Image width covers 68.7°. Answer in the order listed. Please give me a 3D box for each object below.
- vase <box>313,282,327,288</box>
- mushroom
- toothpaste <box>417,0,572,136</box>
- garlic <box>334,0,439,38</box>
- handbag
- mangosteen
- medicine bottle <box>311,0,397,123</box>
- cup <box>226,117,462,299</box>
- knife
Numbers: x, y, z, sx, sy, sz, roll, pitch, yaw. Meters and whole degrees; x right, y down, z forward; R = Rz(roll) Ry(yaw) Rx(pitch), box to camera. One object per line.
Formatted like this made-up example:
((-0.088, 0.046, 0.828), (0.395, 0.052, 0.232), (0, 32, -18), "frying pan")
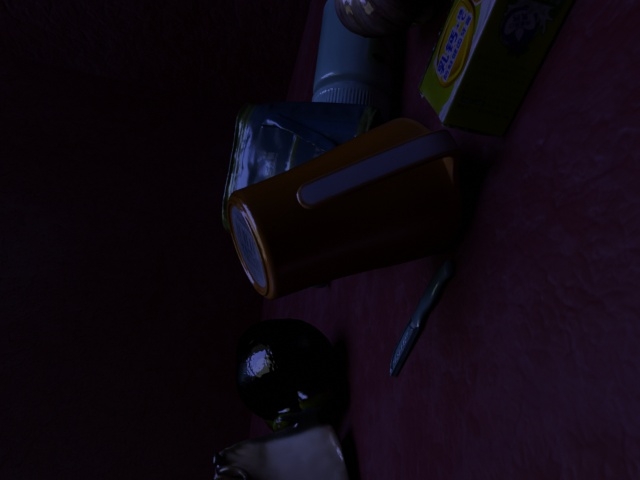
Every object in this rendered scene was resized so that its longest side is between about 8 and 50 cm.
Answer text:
((0.000, 0.000, 1.148), (0.096, 0.096, 0.219), (-112, 36, -68), "vase")
((-0.058, 0.543, 0.784), (0.313, 0.224, 0.397), (-120, 32, -51), "mushroom")
((0.199, -0.272, 0.454), (0.110, 0.077, 0.327), (-100, 22, -53), "toothpaste")
((0.131, -0.419, 0.735), (0.245, 0.160, 0.245), (-51, 19, 25), "garlic")
((-0.013, -0.105, 0.804), (0.222, 0.241, 0.263), (4, -87, -71), "handbag")
((-0.061, 0.276, 0.942), (0.243, 0.243, 0.243), (-170, 90, -78), "mangosteen")
((0.072, -0.363, 0.931), (0.158, 0.158, 0.318), (136, 142, -71), "medicine bottle")
((0.036, -0.041, 0.553), (0.182, 0.264, 0.226), (64, 159, 12), "cup")
((0.129, 0.108, 0.624), (0.028, 0.015, 0.210), (-104, 26, -50), "knife")
